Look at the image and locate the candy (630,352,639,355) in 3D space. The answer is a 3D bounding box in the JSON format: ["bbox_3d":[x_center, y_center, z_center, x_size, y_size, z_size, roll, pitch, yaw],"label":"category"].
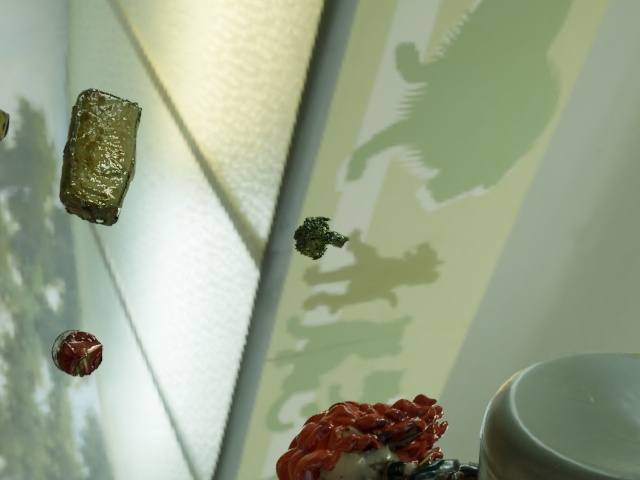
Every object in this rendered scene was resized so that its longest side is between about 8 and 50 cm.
[{"bbox_3d":[0.345,0.120,1.089,0.123,0.035,0.035,-38,-110,55],"label":"candy"}]

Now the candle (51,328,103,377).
[{"bbox_3d":[-0.264,0.123,1.175,0.130,0.052,0.052,172,-90,-73],"label":"candle"}]

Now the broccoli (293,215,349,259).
[{"bbox_3d":[0.000,0.000,1.809,0.095,0.092,0.097,-73,-178,-58],"label":"broccoli"}]

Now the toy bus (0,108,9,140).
[{"bbox_3d":[-0.583,-0.191,1.732,0.072,0.172,0.057,41,57,-65],"label":"toy bus"}]

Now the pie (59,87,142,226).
[{"bbox_3d":[-0.369,-0.153,1.830,0.068,0.128,0.282,126,-26,-44],"label":"pie"}]

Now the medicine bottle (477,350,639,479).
[{"bbox_3d":[0.264,0.284,1.000,0.245,0.245,0.306,-139,-137,-56],"label":"medicine bottle"}]

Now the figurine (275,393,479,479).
[{"bbox_3d":[0.119,0.398,1.711,0.241,0.306,0.412,59,-11,-27],"label":"figurine"}]
